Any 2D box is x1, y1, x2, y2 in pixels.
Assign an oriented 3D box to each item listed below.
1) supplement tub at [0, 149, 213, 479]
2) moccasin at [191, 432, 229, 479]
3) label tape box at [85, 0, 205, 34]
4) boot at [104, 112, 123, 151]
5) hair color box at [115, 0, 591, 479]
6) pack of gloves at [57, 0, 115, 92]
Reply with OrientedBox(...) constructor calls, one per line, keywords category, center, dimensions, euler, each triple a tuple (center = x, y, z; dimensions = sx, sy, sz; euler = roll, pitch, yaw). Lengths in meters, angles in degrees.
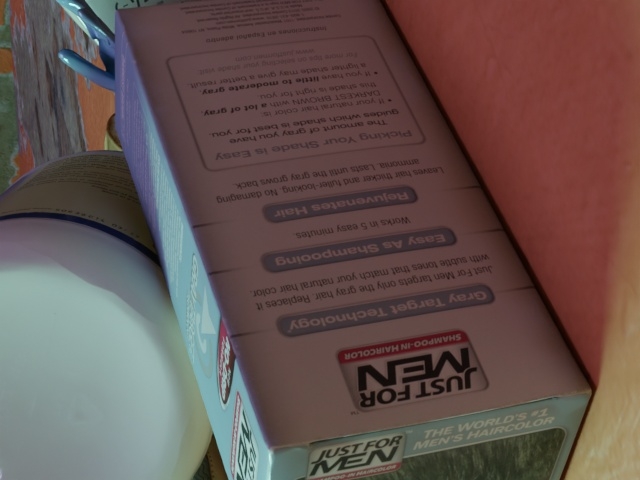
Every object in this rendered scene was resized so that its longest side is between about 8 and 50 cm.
OrientedBox(category="supplement tub", center=(-0.174, 0.063, 1.129), dimensions=(0.325, 0.235, 0.235), euler=(-72, -22, -73))
OrientedBox(category="moccasin", center=(-0.105, 0.198, 1.347), dimensions=(0.380, 0.147, 0.139), euler=(-79, -35, -79))
OrientedBox(category="label tape box", center=(-0.200, -0.297, 1.315), dimensions=(0.348, 0.115, 0.249), euler=(50, -174, -37))
OrientedBox(category="boot", center=(-0.258, -0.048, 2.005), dimensions=(0.236, 0.089, 0.269), euler=(44, 141, 48))
OrientedBox(category="hair color box", center=(0.000, 0.000, 0.932), dimensions=(0.113, 0.185, 0.374), euler=(98, 157, -45))
OrientedBox(category="pack of gloves", center=(-0.167, -0.123, 1.266), dimensions=(0.232, 0.046, 0.195), euler=(51, 174, -21))
